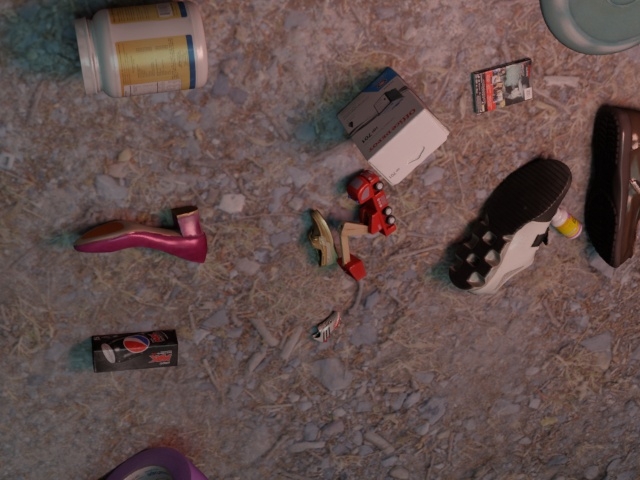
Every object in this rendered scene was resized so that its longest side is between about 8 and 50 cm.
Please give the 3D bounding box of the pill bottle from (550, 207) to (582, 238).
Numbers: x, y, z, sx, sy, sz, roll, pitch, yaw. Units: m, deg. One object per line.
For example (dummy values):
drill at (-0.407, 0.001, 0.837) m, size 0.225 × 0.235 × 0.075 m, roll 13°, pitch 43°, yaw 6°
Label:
pill bottle at (0.518, -0.040, 2.069) m, size 0.083 × 0.043 × 0.043 m, roll 34°, pitch 106°, yaw -32°

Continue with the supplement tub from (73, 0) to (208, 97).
supplement tub at (-0.292, -0.310, 1.583) m, size 0.199 × 0.144 × 0.144 m, roll -9°, pitch 123°, yaw -12°

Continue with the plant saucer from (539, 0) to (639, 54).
plant saucer at (0.561, -0.489, 1.803) m, size 0.317 × 0.044 × 0.318 m, roll -8°, pitch 122°, yaw -13°

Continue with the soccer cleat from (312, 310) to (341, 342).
soccer cleat at (0.014, 0.183, 2.060) m, size 0.035 × 0.029 × 0.083 m, roll 16°, pitch 120°, yaw -30°

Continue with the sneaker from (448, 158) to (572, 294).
sneaker at (0.412, -0.023, 2.018) m, size 0.146 × 0.122 × 0.330 m, roll 22°, pitch 112°, yaw -47°

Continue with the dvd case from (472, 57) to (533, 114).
dvd case at (0.353, -0.298, 1.874) m, size 0.119 × 0.013 × 0.087 m, roll -16°, pitch 124°, yaw -6°

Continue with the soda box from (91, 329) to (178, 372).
soda box at (-0.372, 0.222, 1.947) m, size 0.169 × 0.053 × 0.060 m, roll -4°, pitch 122°, yaw -16°

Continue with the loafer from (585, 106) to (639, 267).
loafer at (0.643, -0.106, 2.012) m, size 0.130 × 0.134 × 0.366 m, roll -11°, pitch 124°, yaw -11°

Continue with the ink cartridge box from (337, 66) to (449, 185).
ink cartridge box at (0.128, -0.208, 1.751) m, size 0.139 × 0.191 × 0.082 m, roll -42°, pitch 124°, yaw 10°

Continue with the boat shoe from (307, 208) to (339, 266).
boat shoe at (0.000, 0.000, 1.927) m, size 0.045 × 0.050 × 0.135 m, roll -25°, pitch 125°, yaw -8°

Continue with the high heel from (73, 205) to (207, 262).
high heel at (-0.332, 0.016, 1.816) m, size 0.244 × 0.082 × 0.117 m, roll -17°, pitch 116°, yaw -22°

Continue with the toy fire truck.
toy fire truck at (0.079, -0.029, 1.912) m, size 0.135 × 0.047 × 0.192 m, roll -35°, pitch 127°, yaw -17°

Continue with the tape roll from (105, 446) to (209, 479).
tape roll at (-0.361, 0.575, 2.037) m, size 0.275 × 0.275 × 0.090 m, roll -33°, pitch 125°, yaw 5°
